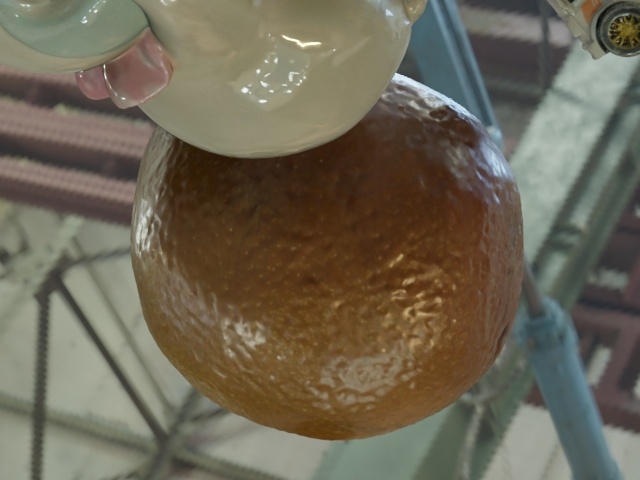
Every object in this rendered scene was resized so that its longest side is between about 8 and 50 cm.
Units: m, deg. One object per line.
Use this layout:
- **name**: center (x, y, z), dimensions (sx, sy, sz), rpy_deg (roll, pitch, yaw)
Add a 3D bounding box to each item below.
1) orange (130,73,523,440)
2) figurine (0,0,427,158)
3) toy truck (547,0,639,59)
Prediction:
- **orange**: center (0.000, 0.000, 1.144), dimensions (0.264, 0.264, 0.264), rpy_deg (-12, -134, 13)
- **figurine**: center (-0.072, -0.114, 0.663), dimensions (0.155, 0.235, 0.127), rpy_deg (-23, -116, 38)
- **toy truck**: center (0.234, -0.232, 1.196), dimensions (0.227, 0.114, 0.098), rpy_deg (-43, -165, 26)
